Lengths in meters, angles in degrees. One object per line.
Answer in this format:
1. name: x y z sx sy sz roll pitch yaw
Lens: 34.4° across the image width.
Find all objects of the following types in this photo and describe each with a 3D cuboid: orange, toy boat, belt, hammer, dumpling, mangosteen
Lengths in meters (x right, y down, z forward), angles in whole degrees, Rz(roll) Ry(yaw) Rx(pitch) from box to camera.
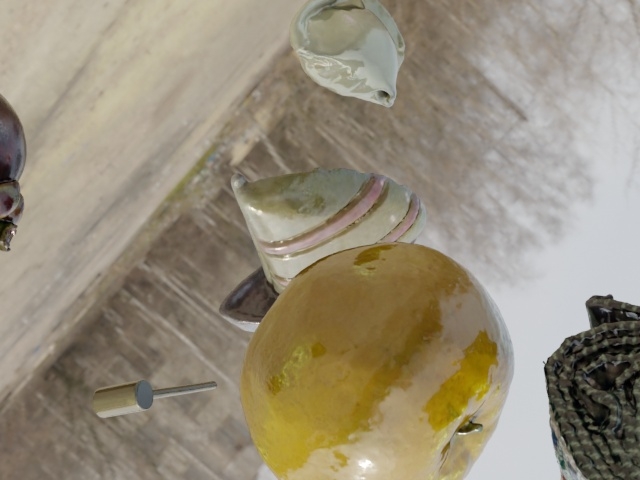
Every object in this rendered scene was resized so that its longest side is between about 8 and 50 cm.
1. orange: 0.052 0.135 1.010 0.279 0.235 0.279 -35 139 -37
2. toy boat: 0.014 0.010 1.283 0.276 0.111 0.293 -13 150 -20
3. belt: 0.317 0.197 0.895 0.207 0.160 0.295 -39 -136 -16
4. hammer: -0.102 0.099 0.685 0.035 0.019 0.110 -14 173 27
5. dumpling: 0.035 -0.237 1.180 0.100 0.169 0.134 -21 -123 63
6. mangosteen: -0.269 -0.050 0.760 0.140 0.140 0.140 -49 -176 5
